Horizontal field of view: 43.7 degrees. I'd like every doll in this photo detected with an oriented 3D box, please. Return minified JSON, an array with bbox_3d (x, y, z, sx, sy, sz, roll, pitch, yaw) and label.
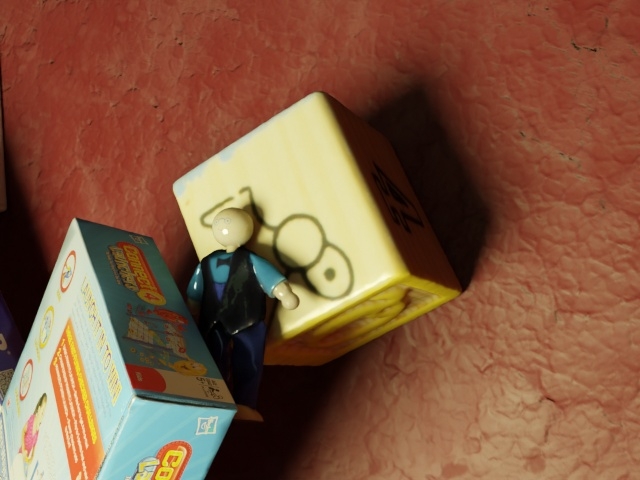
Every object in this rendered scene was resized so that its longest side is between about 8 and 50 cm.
[{"bbox_3d":[-0.074,0.062,0.699,0.129,0.046,0.189,-12,71,33],"label":"doll"}]

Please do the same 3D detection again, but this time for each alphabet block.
[{"bbox_3d":[0.000,0.000,0.806,0.192,0.193,0.197,-30,70,20],"label":"alphabet block"}]

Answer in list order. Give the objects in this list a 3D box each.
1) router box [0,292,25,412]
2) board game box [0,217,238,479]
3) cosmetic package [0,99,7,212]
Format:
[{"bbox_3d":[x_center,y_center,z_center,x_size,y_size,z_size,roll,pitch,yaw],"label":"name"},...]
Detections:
[{"bbox_3d":[-0.529,0.110,0.963,0.301,0.082,0.335,-30,82,17],"label":"router box"},{"bbox_3d":[-0.214,0.180,0.732,0.302,0.086,0.308,-64,33,16],"label":"board game box"},{"bbox_3d":[-0.602,-0.246,1.149,0.230,0.161,0.453,-13,76,22],"label":"cosmetic package"}]
